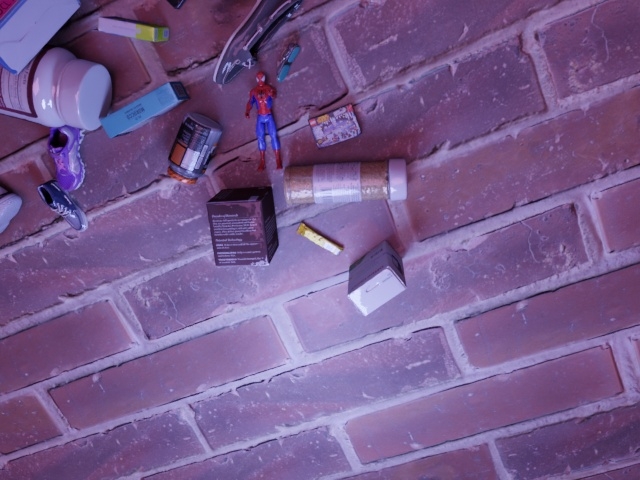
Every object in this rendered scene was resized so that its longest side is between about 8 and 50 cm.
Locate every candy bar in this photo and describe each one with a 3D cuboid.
[{"bbox_3d":[0.000,0.000,1.638,0.161,0.018,0.040,30,113,-5],"label":"candy bar"}]

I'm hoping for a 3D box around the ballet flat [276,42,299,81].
[{"bbox_3d":[-0.100,-0.506,1.465,0.041,0.041,0.114,31,109,-5],"label":"ballet flat"}]

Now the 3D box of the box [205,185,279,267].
[{"bbox_3d":[-0.230,-0.043,1.567,0.167,0.168,0.203,-3,109,8],"label":"box"}]

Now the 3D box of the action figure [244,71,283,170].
[{"bbox_3d":[-0.163,-0.336,1.479,0.091,0.139,0.280,-3,106,6],"label":"action figure"}]

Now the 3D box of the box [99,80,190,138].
[{"bbox_3d":[-0.512,-0.383,1.515,0.244,0.100,0.060,-24,104,13],"label":"box"}]

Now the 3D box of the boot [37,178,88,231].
[{"bbox_3d":[-0.826,-0.102,1.653,0.069,0.086,0.190,-27,104,14],"label":"boot"}]

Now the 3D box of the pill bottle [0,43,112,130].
[{"bbox_3d":[-0.818,-0.449,1.458,0.392,0.224,0.224,14,110,1],"label":"pill bottle"}]

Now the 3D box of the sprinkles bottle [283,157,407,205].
[{"bbox_3d":[0.073,-0.170,1.515,0.355,0.121,0.121,-2,109,7],"label":"sprinkles bottle"}]

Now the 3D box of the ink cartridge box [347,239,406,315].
[{"bbox_3d":[0.166,0.109,1.555,0.154,0.212,0.093,-38,102,16],"label":"ink cartridge box"}]

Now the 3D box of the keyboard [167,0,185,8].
[{"bbox_3d":[-0.429,-0.741,1.423,0.180,0.023,0.108,43,114,-10],"label":"keyboard"}]

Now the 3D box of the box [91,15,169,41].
[{"bbox_3d":[-0.526,-0.589,1.439,0.178,0.109,0.042,12,114,2],"label":"box"}]

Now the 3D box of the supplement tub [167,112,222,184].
[{"bbox_3d":[-0.376,-0.270,1.531,0.117,0.117,0.190,28,110,-4],"label":"supplement tub"}]

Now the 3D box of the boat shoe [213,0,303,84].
[{"bbox_3d":[-0.172,-0.554,1.413,0.095,0.112,0.335,37,105,-2],"label":"boat shoe"}]

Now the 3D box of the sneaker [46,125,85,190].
[{"bbox_3d":[-0.787,-0.262,1.585,0.095,0.104,0.236,11,111,1],"label":"sneaker"}]

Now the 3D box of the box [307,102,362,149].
[{"bbox_3d":[0.042,-0.332,1.512,0.137,0.027,0.094,-19,105,12],"label":"box"}]

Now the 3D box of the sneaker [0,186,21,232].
[{"bbox_3d":[-1.157,-0.072,1.678,0.210,0.137,0.366,44,103,-9],"label":"sneaker"}]

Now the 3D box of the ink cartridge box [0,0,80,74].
[{"bbox_3d":[-0.874,-0.645,1.317,0.395,0.151,0.270,32,78,9],"label":"ink cartridge box"}]
